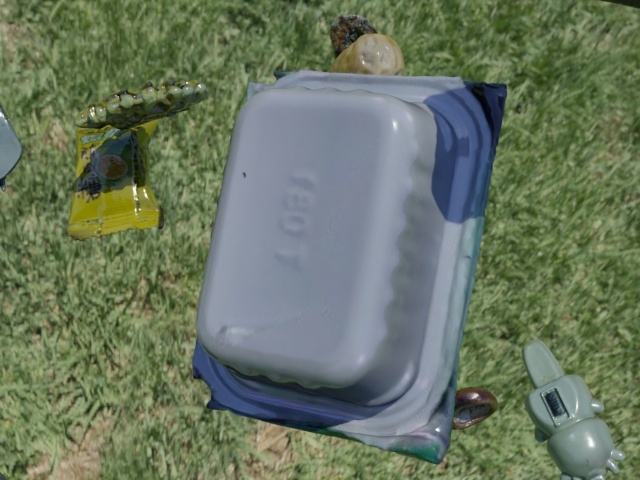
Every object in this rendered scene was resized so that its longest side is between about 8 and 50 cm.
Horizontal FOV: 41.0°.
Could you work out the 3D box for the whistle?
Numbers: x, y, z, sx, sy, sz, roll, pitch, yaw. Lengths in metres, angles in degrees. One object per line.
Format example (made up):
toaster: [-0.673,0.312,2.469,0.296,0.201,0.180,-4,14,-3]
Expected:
whistle: [0.369,0.264,1.298,0.102,0.105,0.253,-15,53,-8]

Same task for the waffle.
waffle: [-0.300,-0.231,1.482,0.224,0.204,0.054,-15,93,11]

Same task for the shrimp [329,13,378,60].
shrimp: [0.066,-0.347,1.607,0.091,0.161,0.034,-3,37,3]

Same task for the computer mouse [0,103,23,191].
computer mouse: [-0.525,-0.176,1.277,0.113,0.068,0.229,-28,77,-2]

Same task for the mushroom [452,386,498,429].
mushroom: [0.292,0.328,1.691,0.123,0.123,0.052,-4,52,-15]

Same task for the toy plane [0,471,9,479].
toy plane: [-0.244,0.151,0.531,0.088,0.212,0.267,19,29,-42]

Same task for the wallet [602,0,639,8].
wallet: [0.270,-0.220,0.525,0.229,0.181,0.049,11,19,-3]

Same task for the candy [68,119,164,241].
candy: [-0.382,-0.136,1.619,0.187,0.081,0.297,-10,56,3]

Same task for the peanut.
peanut: [0.046,-0.187,1.252,0.101,0.263,0.117,11,38,-12]

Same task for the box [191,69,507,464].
box: [0.000,0.000,0.743,0.264,0.106,0.336,7,84,24]
